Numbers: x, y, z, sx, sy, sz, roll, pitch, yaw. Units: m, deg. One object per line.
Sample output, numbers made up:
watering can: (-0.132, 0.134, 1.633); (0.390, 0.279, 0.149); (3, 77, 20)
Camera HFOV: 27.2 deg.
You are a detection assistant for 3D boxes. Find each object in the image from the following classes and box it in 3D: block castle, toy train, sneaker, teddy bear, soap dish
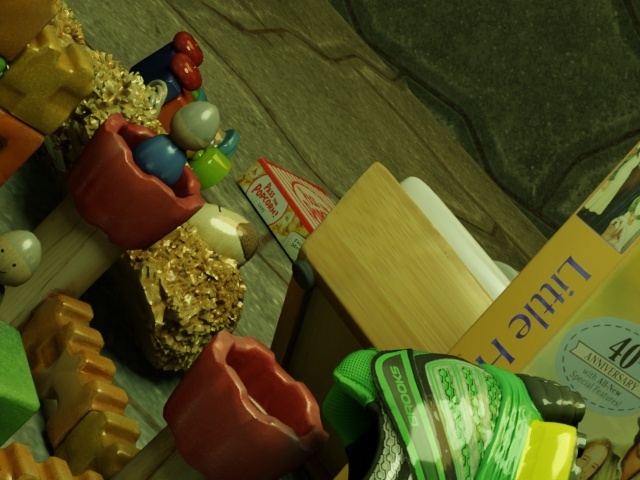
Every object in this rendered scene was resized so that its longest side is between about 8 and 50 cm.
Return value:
block castle: (-0.211, -0.027, 0.680); (0.453, 0.213, 0.303); (32, 20, -44)
toy train: (-0.144, -0.110, 1.367); (0.143, 0.105, 0.248); (55, 10, -22)
sneaker: (0.021, 0.214, 0.646); (0.146, 0.343, 0.134); (17, -28, -2)
teddy bear: (-0.148, -0.055, 1.046); (0.338, 0.113, 0.245); (47, -27, 46)
soap dish: (0.058, 0.115, 1.003); (0.229, 0.118, 0.291); (53, -28, 22)

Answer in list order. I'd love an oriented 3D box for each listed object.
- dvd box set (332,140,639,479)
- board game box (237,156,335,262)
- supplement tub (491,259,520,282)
dvd box set: (0.175, 0.159, 0.846); (0.307, 0.420, 0.062); (37, 9, -36)
board game box: (0.000, 0.000, 1.557); (0.193, 0.045, 0.147); (54, 16, 28)
supplement tub: (0.246, 0.158, 1.529); (0.272, 0.191, 0.191); (36, 17, -36)
